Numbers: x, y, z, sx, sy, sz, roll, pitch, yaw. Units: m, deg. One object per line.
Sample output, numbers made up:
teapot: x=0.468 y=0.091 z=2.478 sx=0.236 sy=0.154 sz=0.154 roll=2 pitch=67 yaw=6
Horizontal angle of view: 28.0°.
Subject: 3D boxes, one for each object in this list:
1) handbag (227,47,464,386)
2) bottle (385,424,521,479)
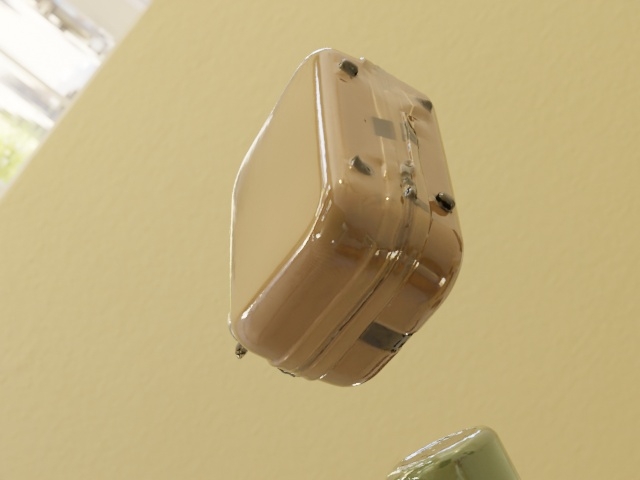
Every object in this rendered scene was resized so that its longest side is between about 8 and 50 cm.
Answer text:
handbag: x=0.000 y=0.000 z=1.184 sx=0.149 sy=0.283 sz=0.302 roll=24 pitch=32 yaw=-22
bottle: x=0.228 y=0.423 z=1.671 sx=0.347 sy=0.168 sz=0.168 roll=62 pitch=5 yaw=5
